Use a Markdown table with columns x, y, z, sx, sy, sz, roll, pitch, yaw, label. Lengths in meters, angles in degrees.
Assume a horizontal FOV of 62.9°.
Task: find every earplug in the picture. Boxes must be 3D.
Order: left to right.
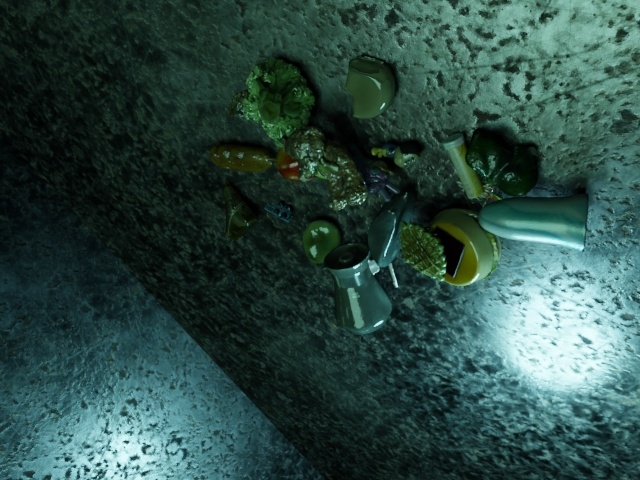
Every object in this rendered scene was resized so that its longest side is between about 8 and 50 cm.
| x | y | z | sx | sy | sz | roll | pitch | yaw | label |
| --- | --- | --- | --- | --- | --- | --- | --- | --- | --- |
| 0.674 | -0.066 | 1.682 | 0.324 | 0.185 | 0.185 | 4 | 128 | 22 | earplug |

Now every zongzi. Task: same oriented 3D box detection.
| x | y | z | sx | sy | sz | roll | pitch | yaw | label |
| --- | --- | --- | --- | --- | --- | --- | --- | --- | --- |
| -0.416 | -0.131 | 2.442 | 0.241 | 0.111 | 0.247 | 57 | 143 | 5 | zongzi |

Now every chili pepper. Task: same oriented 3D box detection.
| x | y | z | sx | sy | sz | roll | pitch | yaw | label |
| --- | --- | --- | --- | --- | --- | --- | --- | --- | --- |
| 0.588 | -0.242 | 1.652 | 0.264 | 0.148 | 0.116 | 35 | 158 | -8 | chili pepper |

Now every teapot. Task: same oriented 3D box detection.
| x | y | z | sx | sy | sz | roll | pitch | yaw | label |
| --- | --- | --- | --- | --- | --- | --- | --- | --- | --- |
| 0.176 | 0.199 | 2.234 | 0.300 | 0.253 | 0.344 | -19 | 119 | -1 | teapot |

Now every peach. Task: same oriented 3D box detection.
| x | y | z | sx | sy | sz | roll | pitch | yaw | label |
| --- | --- | --- | --- | --- | --- | --- | --- | --- | --- |
| -0.065 | -0.313 | 1.982 | 0.197 | 0.197 | 0.197 | 18 | 134 | 20 | peach |

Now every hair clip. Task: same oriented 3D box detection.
| x | y | z | sx | sy | sz | roll | pitch | yaw | label |
| --- | --- | --- | --- | --- | --- | --- | --- | --- | --- |
| 0.164 | -0.251 | 1.896 | 0.278 | 0.137 | 0.090 | 41 | 157 | 24 | hair clip |

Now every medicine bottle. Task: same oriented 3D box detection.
| x | y | z | sx | sy | sz | roll | pitch | yaw | label |
| --- | --- | --- | --- | --- | --- | --- | --- | --- | --- |
| 0.483 | -0.248 | 1.750 | 0.074 | 0.074 | 0.218 | -13 | 115 | 40 | medicine bottle |

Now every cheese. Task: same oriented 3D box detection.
| x | y | z | sx | sy | sz | roll | pitch | yaw | label |
| --- | --- | --- | --- | --- | --- | --- | --- | --- | --- |
| 0.159 | -0.496 | 1.744 | 0.175 | 0.091 | 0.202 | 25 | 136 | 15 | cheese |

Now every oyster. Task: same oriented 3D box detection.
| x | y | z | sx | sy | sz | roll | pitch | yaw | label |
| --- | --- | --- | --- | --- | --- | --- | --- | --- | --- |
| -0.320 | -0.524 | 2.062 | 0.148 | 0.051 | 0.103 | -21 | 106 | 54 | oyster |

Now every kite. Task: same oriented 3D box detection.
| x | y | z | sx | sy | sz | roll | pitch | yaw | label |
| --- | --- | --- | --- | --- | --- | --- | --- | --- | --- |
| 0.560 | -0.177 | 1.812 | 0.183 | 0.014 | 0.241 | 29 | 135 | 7 | kite |

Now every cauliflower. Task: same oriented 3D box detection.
| x | y | z | sx | sy | sz | roll | pitch | yaw | label |
| --- | --- | --- | --- | --- | --- | --- | --- | --- | --- |
| -0.155 | -0.483 | 1.832 | 0.275 | 0.250 | 0.272 | 30 | 113 | -1 | cauliflower |

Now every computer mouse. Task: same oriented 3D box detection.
| x | y | z | sx | sy | sz | roll | pitch | yaw | label |
| --- | --- | --- | --- | --- | --- | --- | --- | --- | --- |
| 0.259 | -0.057 | 1.990 | 0.122 | 0.188 | 0.371 | 31 | 138 | 18 | computer mouse |

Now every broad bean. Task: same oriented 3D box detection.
| x | y | z | sx | sy | sz | roll | pitch | yaw | label |
| --- | --- | --- | --- | --- | --- | --- | --- | --- | --- |
| 0.000 | 0.000 | 2.277 | 0.169 | 0.100 | 0.228 | 35 | 126 | -10 | broad bean |

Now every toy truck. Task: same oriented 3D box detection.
| x | y | z | sx | sy | sz | roll | pitch | yaw | label |
| --- | --- | --- | --- | --- | --- | --- | --- | --- | --- |
| -0.187 | -0.136 | 2.306 | 0.136 | 0.063 | 0.074 | 30 | 156 | 12 | toy truck |

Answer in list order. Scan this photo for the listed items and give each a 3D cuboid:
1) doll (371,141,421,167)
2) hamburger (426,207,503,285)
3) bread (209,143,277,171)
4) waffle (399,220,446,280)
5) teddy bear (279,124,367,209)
| x | y | z | sx | sy | sz | roll | pitch | yaw | label |
| --- | --- | --- | --- | --- | --- | --- | --- | --- | --- |
| 0.273 | -0.302 | 1.843 | 0.179 | 0.102 | 0.089 | 3 | 89 | 33 | doll |
| 0.509 | 0.023 | 1.883 | 0.300 | 0.176 | 0.300 | 34 | 140 | 34 | hamburger |
| -0.312 | -0.349 | 2.184 | 0.344 | 0.084 | 0.124 | 7 | 152 | 28 | bread |
| 0.366 | 0.038 | 1.877 | 0.214 | 0.054 | 0.208 | 27 | 134 | 44 | waffle |
| 0.012 | -0.246 | 1.812 | 0.246 | 0.222 | 0.296 | -12 | 92 | 51 | teddy bear |
